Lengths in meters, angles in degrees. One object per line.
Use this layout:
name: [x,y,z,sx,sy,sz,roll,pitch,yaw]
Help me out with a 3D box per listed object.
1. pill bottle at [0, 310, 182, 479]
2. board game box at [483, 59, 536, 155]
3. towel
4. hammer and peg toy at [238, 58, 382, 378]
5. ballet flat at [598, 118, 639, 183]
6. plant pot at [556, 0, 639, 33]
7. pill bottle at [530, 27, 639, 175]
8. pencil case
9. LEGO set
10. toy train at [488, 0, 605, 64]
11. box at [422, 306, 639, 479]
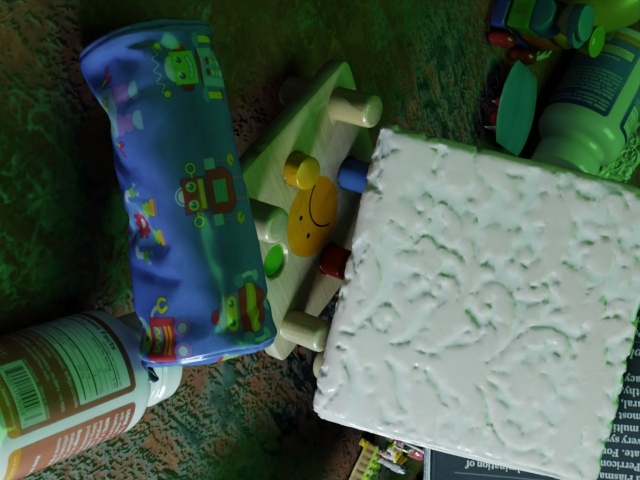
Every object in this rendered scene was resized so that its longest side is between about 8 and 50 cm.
pill bottle: [-0.233,0.132,0.820,0.216,0.121,0.121,-16,119,-50]
board game box: [0.301,-0.213,1.466,0.169,0.033,0.133,14,90,-61]
towel: [0.178,0.069,0.986,0.053,0.317,0.332,-37,140,-81]
hammer and peg toy: [0.000,0.000,1.072,0.266,0.127,0.361,-52,142,-27]
ballet flat: [0.526,-0.163,1.724,0.409,0.147,0.147,-56,143,-21]
plant pot: [0.446,-0.391,1.509,0.095,0.134,0.134,-34,139,-3]
pill bottle: [0.472,-0.224,1.588,0.272,0.152,0.152,-58,144,-16]
pencil case: [-0.126,-0.037,0.809,0.119,0.133,0.306,-14,94,-37]
LEGO set: [0.126,0.359,1.441,0.287,0.107,0.132,-40,136,-37]
toy train: [0.373,-0.315,1.412,0.248,0.143,0.105,13,96,-55]
box: [0.313,0.198,1.248,0.480,0.297,0.472,-4,96,-75]
